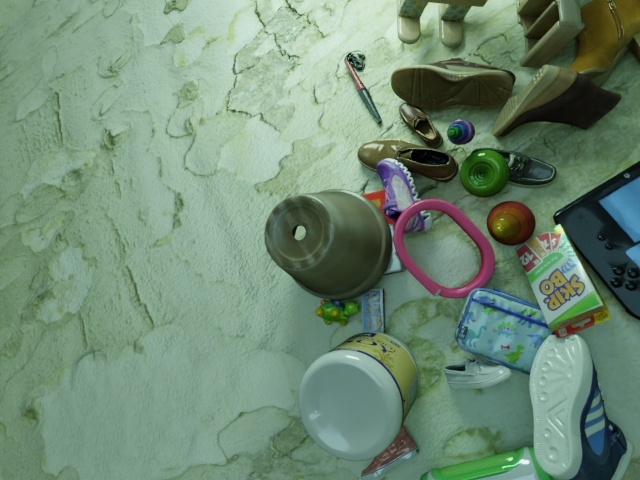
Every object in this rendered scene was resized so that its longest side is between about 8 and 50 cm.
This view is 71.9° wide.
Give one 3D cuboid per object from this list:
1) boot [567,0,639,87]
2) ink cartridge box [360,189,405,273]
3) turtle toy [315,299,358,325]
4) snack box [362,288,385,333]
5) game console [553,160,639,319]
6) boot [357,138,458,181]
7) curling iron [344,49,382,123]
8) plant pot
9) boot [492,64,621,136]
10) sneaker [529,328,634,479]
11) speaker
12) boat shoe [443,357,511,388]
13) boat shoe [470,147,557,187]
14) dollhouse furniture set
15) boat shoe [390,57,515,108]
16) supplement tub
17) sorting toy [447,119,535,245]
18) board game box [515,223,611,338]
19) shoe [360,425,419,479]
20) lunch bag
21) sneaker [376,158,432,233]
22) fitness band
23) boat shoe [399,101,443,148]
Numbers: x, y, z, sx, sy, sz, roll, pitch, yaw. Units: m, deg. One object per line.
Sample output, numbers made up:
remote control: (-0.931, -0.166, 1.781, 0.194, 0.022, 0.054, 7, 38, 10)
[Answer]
boot: (0.692, -0.504, 1.139, 0.296, 0.104, 0.211, -22, 67, 16)
ink cartridge box: (0.085, -0.009, 1.331, 0.297, 0.066, 0.260, -13, 78, 21)
turtle toy: (0.050, 0.207, 1.305, 0.131, 0.095, 0.066, -1, 60, 23)
snack box: (0.155, 0.229, 1.285, 0.064, 0.022, 0.178, -4, 80, 23)
game console: (0.815, -0.031, 1.021, 0.387, 0.060, 0.341, -34, 70, 14)
boot: (0.238, -0.248, 1.278, 0.306, 0.115, 0.112, 15, 89, 26)
curling iron: (0.140, -0.491, 1.401, 0.068, 0.035, 0.273, -23, 73, 19)
plant pot: (0.000, 0.000, 1.178, 0.324, 0.280, 0.322, -3, 83, 24)
boot: (0.591, -0.320, 1.132, 0.207, 0.248, 0.090, 21, 60, -7)
sneaker: (0.600, 0.388, 0.998, 0.130, 0.237, 0.322, -21, 49, 57)
speaker: (0.399, 0.590, 1.062, 0.297, 0.131, 0.131, -24, 73, 18)
boat shoe: (0.387, 0.329, 1.109, 0.184, 0.066, 0.063, -34, 81, 57)
boat shoe: (0.506, -0.197, 1.172, 0.224, 0.073, 0.080, 20, 92, 26)
dollhouse furniture set: (0.426, -0.617, 1.135, 0.395, 0.362, 0.256, 2, 79, -6)
boat shoe: (0.376, -0.457, 1.262, 0.343, 0.123, 0.123, 11, 43, 29)
supplement tub: (0.112, 0.362, 1.098, 0.241, 0.331, 0.240, 0, 90, 21)
sorting toy: (0.415, -0.144, 1.128, 0.127, 0.126, 0.365, -29, 85, 37)
board game box: (0.564, 0.093, 1.044, 0.124, 0.039, 0.259, -37, 42, 33)
shoe: (0.173, 0.579, 1.201, 0.178, 0.063, 0.081, -34, 68, 9)
lunch bag: (0.459, 0.219, 1.103, 0.219, 0.090, 0.175, 21, 89, 14)
sneaker: (0.215, -0.117, 1.237, 0.105, 0.095, 0.236, -26, 84, -20)
fitness band: (0.323, 0.024, 1.171, 0.209, 0.054, 0.291, -43, 91, 9)
boat shoe: (0.293, -0.348, 1.298, 0.064, 0.060, 0.177, -40, 68, 13)
